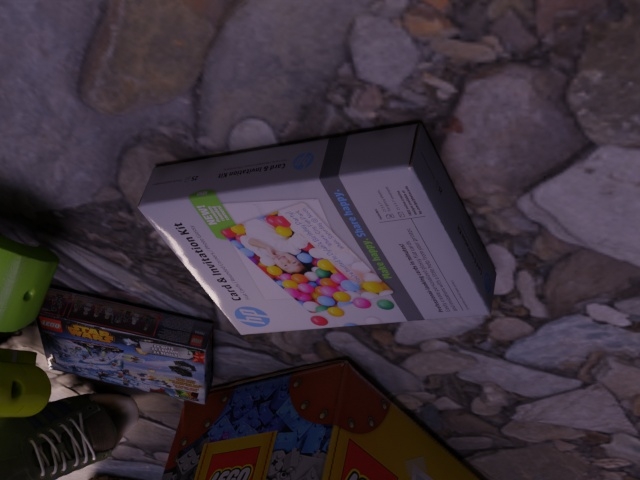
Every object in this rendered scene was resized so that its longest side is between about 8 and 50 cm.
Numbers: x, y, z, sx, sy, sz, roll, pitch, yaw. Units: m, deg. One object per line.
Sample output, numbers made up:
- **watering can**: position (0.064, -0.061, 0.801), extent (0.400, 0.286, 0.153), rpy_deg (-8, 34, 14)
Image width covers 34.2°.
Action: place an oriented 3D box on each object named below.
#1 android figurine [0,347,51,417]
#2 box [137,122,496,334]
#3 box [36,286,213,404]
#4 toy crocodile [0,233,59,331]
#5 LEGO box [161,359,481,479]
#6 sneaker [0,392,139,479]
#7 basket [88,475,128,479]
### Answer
- **android figurine**: position (-0.332, 0.101, 0.806), extent (0.248, 0.056, 0.273), rpy_deg (3, 170, 14)
- **box**: position (0.000, 0.000, 0.661), extent (0.186, 0.038, 0.145), rpy_deg (-6, 139, 27)
- **box**: position (-0.155, 0.085, 0.833), extent (0.137, 0.027, 0.094), rpy_deg (13, 145, 2)
- **toy crocodile**: position (-0.352, -0.014, 0.717), extent (0.341, 0.105, 0.115), rpy_deg (12, 102, 5)
- **LEGO box**: position (0.061, 0.398, 0.882), extent (0.193, 0.372, 0.500), rpy_deg (-17, 134, 35)
- **sneaker**: position (-0.214, 0.162, 0.865), extent (0.086, 0.064, 0.192), rpy_deg (-13, -179, 11)
- **basket**: position (-0.197, 0.420, 1.125), extent (0.214, 0.223, 0.299), rpy_deg (8, 144, 8)
